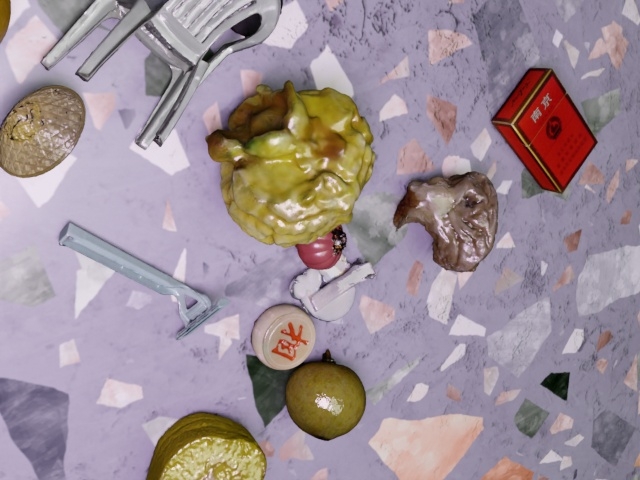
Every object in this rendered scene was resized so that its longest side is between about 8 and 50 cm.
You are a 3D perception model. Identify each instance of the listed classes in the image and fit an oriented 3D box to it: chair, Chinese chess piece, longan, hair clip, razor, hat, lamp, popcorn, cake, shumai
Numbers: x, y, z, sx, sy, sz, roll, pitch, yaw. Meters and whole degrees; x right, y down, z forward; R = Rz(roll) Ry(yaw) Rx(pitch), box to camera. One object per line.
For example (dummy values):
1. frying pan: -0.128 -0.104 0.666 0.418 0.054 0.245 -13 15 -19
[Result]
1. chair: -0.207 -0.282 0.919 0.203 0.190 0.275 40 79 -33
2. Chinese chess piece: -0.068 0.178 1.218 0.122 0.051 0.122 -9 108 -29
3. longan: 0.010 0.289 1.255 0.145 0.176 0.155 -17 146 17
4. hair clip: 0.024 0.089 1.238 0.172 0.049 0.116 -32 100 -25
5. razor: -0.287 0.055 1.056 0.111 0.056 0.277 -37 120 25
6. hat: -0.406 -0.164 0.917 0.146 0.067 0.146 -49 163 -21
7. lamp: 0.000 0.000 1.182 0.107 0.092 0.108 0 90 -66
8. popcorn: -0.042 -0.121 1.052 0.270 0.224 0.258 -9 92 -20
9. cake: -0.213 0.439 1.147 0.179 0.156 0.261 21 87 -18
10. shumai: 0.239 -0.045 1.282 0.175 0.166 0.206 14 72 -24

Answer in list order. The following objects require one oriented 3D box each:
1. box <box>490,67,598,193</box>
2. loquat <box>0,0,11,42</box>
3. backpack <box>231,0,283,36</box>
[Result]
1. box: 0.486 -0.233 1.421 0.239 0.074 0.153 41 85 -32
2. loquat: -0.457 -0.290 0.800 0.152 0.152 0.195 31 79 -33
3. backpack: -0.127 -0.393 0.990 0.120 0.106 0.165 -35 140 -15
